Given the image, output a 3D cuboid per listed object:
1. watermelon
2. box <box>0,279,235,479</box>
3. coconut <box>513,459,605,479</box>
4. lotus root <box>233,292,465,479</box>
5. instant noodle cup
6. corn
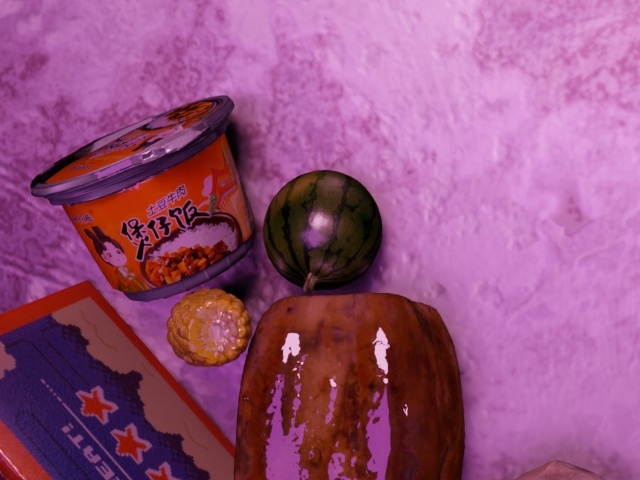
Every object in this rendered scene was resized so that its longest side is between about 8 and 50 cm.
[{"bbox_3d":[0.001,-0.003,0.756,0.109,0.109,0.109,3,101,18],"label":"watermelon"},{"bbox_3d":[-0.272,0.278,0.816,0.349,0.257,0.318,-43,84,20],"label":"box"},{"bbox_3d":[0.190,0.253,0.715,0.161,0.161,0.162,5,82,17],"label":"coconut"},{"bbox_3d":[0.024,0.182,0.743,0.193,0.193,0.290,4,90,18],"label":"lotus root"},{"bbox_3d":[-0.132,-0.028,0.769,0.178,0.208,0.125,-25,108,-10],"label":"instant noodle cup"},{"bbox_3d":[-0.092,0.072,0.757,0.067,0.206,0.067,1,86,-10],"label":"corn"}]
